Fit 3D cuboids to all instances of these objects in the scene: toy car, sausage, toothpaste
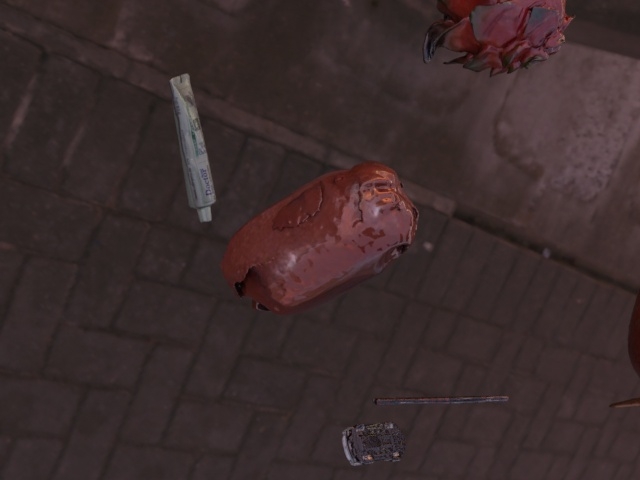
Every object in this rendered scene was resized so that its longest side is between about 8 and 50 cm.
[{"bbox_3d":[0.055,0.208,1.026,0.093,0.025,0.041,11,62,-53],"label":"toy car"},{"bbox_3d":[0.000,0.000,1.296,0.280,0.152,0.152,-31,143,27],"label":"sausage"},{"bbox_3d":[-0.186,-0.132,1.458,0.064,0.041,0.218,-43,127,-65],"label":"toothpaste"}]

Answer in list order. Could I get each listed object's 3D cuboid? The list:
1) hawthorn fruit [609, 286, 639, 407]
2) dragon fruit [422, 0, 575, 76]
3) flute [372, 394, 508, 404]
[{"bbox_3d":[0.484,0.136,1.287,0.262,0.210,0.210,-51,136,3],"label":"hawthorn fruit"},{"bbox_3d":[0.177,-0.219,0.990,0.130,0.142,0.121,35,64,-67],"label":"dragon fruit"},{"bbox_3d":[0.201,0.262,1.643,0.270,0.014,0.014,4,109,-29],"label":"flute"}]
